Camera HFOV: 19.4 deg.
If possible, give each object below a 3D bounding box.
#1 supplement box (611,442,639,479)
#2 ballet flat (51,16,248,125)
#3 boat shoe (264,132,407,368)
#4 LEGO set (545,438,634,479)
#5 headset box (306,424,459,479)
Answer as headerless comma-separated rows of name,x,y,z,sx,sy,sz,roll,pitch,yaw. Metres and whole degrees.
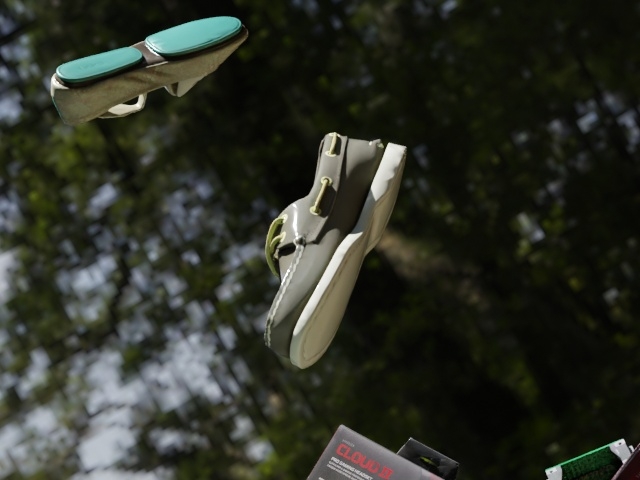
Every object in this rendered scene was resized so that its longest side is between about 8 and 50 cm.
supplement box,0.346,0.242,1.774,0.073,0.130,0.239,-48,-11,-33
ballet flat,-0.136,-0.134,1.505,0.168,0.052,0.057,-18,36,-17
boat shoe,-0.001,0.003,1.784,0.305,0.091,0.109,-63,-12,-47
LEGO set,0.276,0.386,2.054,0.331,0.255,0.192,-15,27,0
headset box,0.064,0.379,2.263,0.293,0.218,0.110,-57,-28,-13
